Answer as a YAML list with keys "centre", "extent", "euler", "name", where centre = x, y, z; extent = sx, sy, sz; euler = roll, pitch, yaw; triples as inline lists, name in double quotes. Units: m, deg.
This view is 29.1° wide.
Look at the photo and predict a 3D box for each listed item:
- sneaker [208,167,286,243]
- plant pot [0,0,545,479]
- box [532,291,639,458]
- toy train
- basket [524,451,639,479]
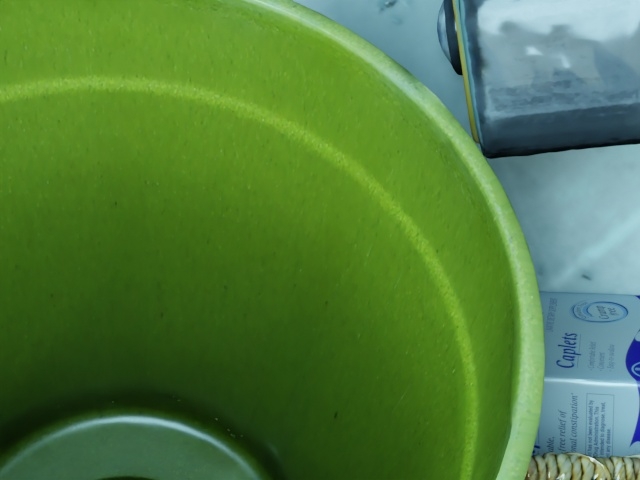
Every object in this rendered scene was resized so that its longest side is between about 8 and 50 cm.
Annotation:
- centre: [0.000, 0.000, 0.749]
  extent: [0.064, 0.086, 0.192]
  euler: [-4, 131, 48]
  name: "sneaker"
- centre: [-0.107, 0.117, 0.621]
  extent: [0.366, 0.366, 0.353]
  euler: [19, 147, 7]
  name: "plant pot"
- centre: [0.140, 0.086, 0.736]
  extent: [0.137, 0.126, 0.072]
  euler: [1, 110, 13]
  name: "box"
- centre: [0.217, -0.117, 0.613]
  extent: [0.334, 0.190, 0.142]
  euler: [-4, 108, 15]
  name: "toy train"
- centre: [0.160, 0.218, 0.711]
  extent: [0.223, 0.213, 0.299]
  euler: [54, 149, 17]
  name: "basket"
